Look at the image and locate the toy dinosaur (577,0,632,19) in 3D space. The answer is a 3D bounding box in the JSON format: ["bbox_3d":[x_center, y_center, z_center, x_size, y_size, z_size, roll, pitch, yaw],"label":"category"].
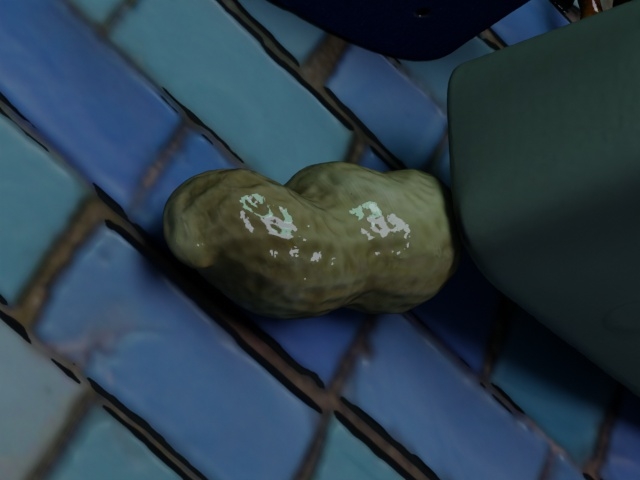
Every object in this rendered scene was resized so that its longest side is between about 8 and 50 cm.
[{"bbox_3d":[0.247,-0.159,1.289,0.432,0.097,0.208,54,26,-36],"label":"toy dinosaur"}]

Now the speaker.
[{"bbox_3d":[0.275,-0.005,1.135,0.406,0.184,0.183,35,44,-41],"label":"speaker"}]

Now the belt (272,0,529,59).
[{"bbox_3d":[0.017,-0.270,1.158,0.347,0.117,0.212,28,51,-29],"label":"belt"}]

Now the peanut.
[{"bbox_3d":[0.001,-0.001,1.008,0.228,0.085,0.104,-5,61,-43],"label":"peanut"}]

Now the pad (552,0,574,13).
[{"bbox_3d":[0.153,-0.321,1.400,0.243,0.004,0.163,45,43,-15],"label":"pad"}]
